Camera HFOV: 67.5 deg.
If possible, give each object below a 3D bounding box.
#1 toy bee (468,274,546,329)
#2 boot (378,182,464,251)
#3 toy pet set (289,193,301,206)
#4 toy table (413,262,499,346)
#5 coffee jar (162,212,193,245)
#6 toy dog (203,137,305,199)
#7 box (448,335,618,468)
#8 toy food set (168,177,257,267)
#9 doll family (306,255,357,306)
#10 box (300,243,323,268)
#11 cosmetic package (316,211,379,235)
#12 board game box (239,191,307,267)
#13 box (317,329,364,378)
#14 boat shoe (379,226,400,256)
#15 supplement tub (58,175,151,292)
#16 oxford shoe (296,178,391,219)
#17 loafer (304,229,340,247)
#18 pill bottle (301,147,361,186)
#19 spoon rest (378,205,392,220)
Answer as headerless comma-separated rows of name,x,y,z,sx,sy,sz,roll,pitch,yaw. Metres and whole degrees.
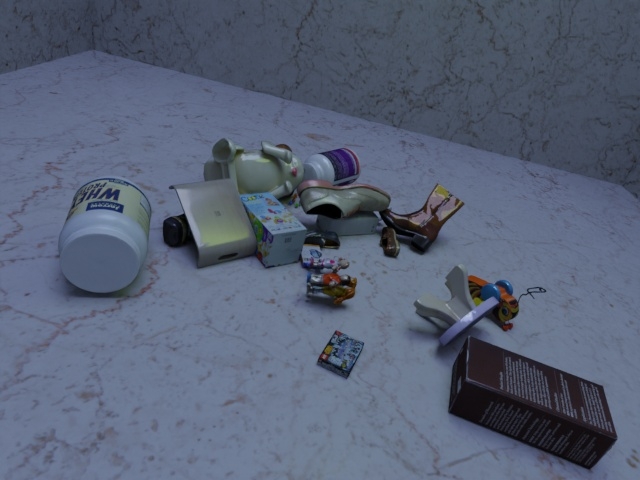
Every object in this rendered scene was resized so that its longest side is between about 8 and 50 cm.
toy bee,0.611,0.223,1.659,0.195,0.162,0.298,-4,9,-14
boot,0.418,-0.134,2.003,0.264,0.280,0.096,36,-9,19
toy pet set,-0.055,-0.168,2.103,0.122,0.065,0.114,23,66,20
toy table,0.424,0.206,1.515,0.274,0.252,0.161,-12,56,-51
coffee jar,-0.463,-0.052,1.671,0.079,0.096,0.184,26,33,24
toy dog,-0.252,-0.269,2.009,0.407,0.285,0.395,-12,3,-36
box,0.551,0.424,1.279,0.381,0.143,0.191,22,31,9
toy food set,-0.371,-0.071,1.646,0.219,0.092,0.306,-13,71,-38
doll family,0.040,0.138,1.582,0.163,0.118,0.263,5,16,1
box,-0.034,0.062,1.738,0.081,0.028,0.136,6,34,-15
cosmetic package,0.112,-0.084,1.989,0.231,0.086,0.117,-3,34,-30
board game box,-0.190,-0.044,1.730,0.144,0.142,0.275,-9,38,-34
box,0.059,0.317,1.348,0.094,0.027,0.137,21,31,13
boat shoe,0.273,-0.003,1.942,0.060,0.064,0.178,9,33,-13
supplement tub,-0.627,-0.024,1.412,0.235,0.235,0.325,3,32,-19
oxford shoe,0.102,-0.137,1.900,0.396,0.140,0.147,2,56,-17
loafer,0.000,0.000,1.823,0.170,0.062,0.061,-4,40,-27
pill bottle,0.040,-0.332,2.272,0.181,0.182,0.323,32,34,28
spoon rest,0.184,-0.142,2.142,0.276,0.084,0.137,19,26,35
